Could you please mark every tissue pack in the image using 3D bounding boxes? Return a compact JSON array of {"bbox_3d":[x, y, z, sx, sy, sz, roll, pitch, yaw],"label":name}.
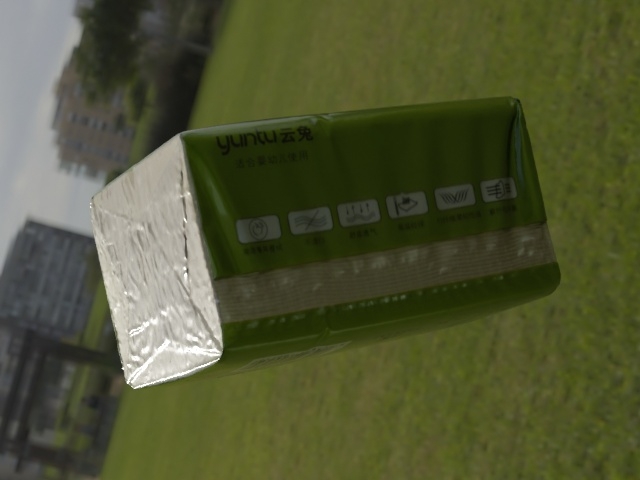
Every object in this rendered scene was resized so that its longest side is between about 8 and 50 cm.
[{"bbox_3d":[0.000,0.000,1.030,0.200,0.275,0.167,-22,80,61],"label":"tissue pack"}]
